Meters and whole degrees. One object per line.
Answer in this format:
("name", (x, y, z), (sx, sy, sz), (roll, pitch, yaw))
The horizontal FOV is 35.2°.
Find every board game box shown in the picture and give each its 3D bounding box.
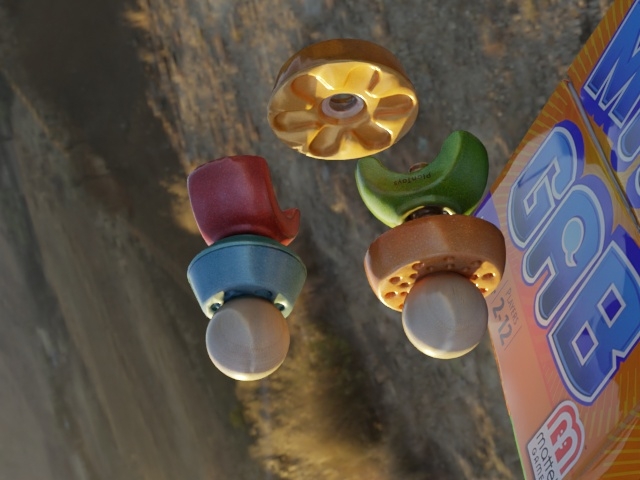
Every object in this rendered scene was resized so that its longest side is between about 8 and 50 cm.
("board game box", (0.372, 0.019, 0.771), (0.356, 0.356, 0.356), (-92, 27, -55))

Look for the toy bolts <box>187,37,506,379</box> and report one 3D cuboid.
("toy bolts", (0.000, 0.000, 0.701), (0.218, 0.228, 0.158), (48, -149, -51))
